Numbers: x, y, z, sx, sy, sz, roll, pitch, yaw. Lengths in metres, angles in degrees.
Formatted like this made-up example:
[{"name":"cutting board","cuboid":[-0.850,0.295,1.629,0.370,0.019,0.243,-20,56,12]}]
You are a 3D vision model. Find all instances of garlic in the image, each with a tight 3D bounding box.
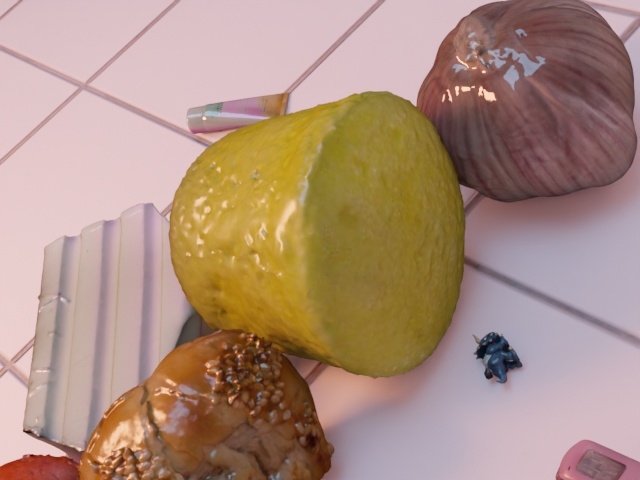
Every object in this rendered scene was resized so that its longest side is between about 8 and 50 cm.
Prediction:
[{"name":"garlic","cuboid":[0.274,-0.195,1.571,0.317,0.259,0.317,-31,41,32]}]

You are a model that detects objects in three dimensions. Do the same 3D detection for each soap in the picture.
[{"name":"soap","cuboid":[-0.259,0.152,1.640,0.261,0.156,0.446,-21,41,12]}]

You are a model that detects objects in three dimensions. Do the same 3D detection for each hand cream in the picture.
[{"name":"hand cream","cuboid":[-0.141,-0.218,2.030,0.174,0.047,0.076,-6,44,15]}]

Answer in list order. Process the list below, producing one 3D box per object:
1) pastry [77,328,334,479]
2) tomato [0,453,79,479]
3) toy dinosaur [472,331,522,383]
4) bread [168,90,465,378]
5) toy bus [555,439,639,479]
[{"name":"pastry","cuboid":[-0.125,0.257,1.377,0.311,0.255,0.162,-48,19,-16]},{"name":"tomato","cuboid":[-0.344,0.370,1.438,0.208,0.208,0.184,-11,40,23]},{"name":"toy dinosaur","cuboid":[0.215,0.144,1.446,0.047,0.030,0.083,-31,39,3]},{"name":"bread","cuboid":[0.000,0.000,1.504,0.308,0.348,0.348,-6,46,41]},{"name":"toy bus","cuboid":[0.335,0.270,1.198,0.203,0.090,0.063,20,63,44]}]
